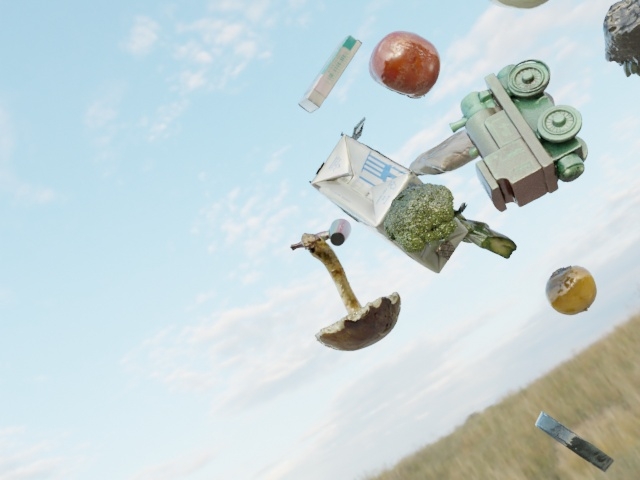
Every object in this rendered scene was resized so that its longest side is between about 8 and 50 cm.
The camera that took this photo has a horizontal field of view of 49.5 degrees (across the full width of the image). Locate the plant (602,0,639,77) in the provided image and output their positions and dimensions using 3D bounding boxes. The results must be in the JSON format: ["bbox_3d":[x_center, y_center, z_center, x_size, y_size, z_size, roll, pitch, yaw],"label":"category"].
[{"bbox_3d":[0.769,-0.493,1.698,0.194,0.132,0.129,42,-104,-44],"label":"plant"}]

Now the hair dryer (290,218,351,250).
[{"bbox_3d":[-0.001,-0.001,1.723,0.154,0.054,0.106,-19,13,17],"label":"hair dryer"}]

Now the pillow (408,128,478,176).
[{"bbox_3d":[0.324,-0.213,1.638,0.270,0.067,0.173,-30,13,-28],"label":"pillow"}]

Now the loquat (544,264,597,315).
[{"bbox_3d":[0.689,0.135,1.904,0.141,0.141,0.141,-25,-22,-11],"label":"loquat"}]

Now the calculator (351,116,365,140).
[{"bbox_3d":[0.122,-0.356,2.289,0.057,0.018,0.172,-50,-6,-10],"label":"calculator"}]

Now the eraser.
[{"bbox_3d":[0.026,-0.461,1.928,0.225,0.052,0.095,-58,15,-10],"label":"eraser"}]

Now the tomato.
[{"bbox_3d":[0.265,-0.553,2.167,0.232,0.232,0.188,4,-66,-55],"label":"tomato"}]

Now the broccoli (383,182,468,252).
[{"bbox_3d":[0.173,-0.037,1.175,0.131,0.130,0.120,-50,-47,-10],"label":"broccoli"}]

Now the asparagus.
[{"bbox_3d":[0.354,-0.034,1.758,0.080,0.287,0.080,-40,-36,-38],"label":"asparagus"}]

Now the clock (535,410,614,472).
[{"bbox_3d":[0.706,0.563,1.938,0.049,0.226,0.226,-56,-22,-3],"label":"clock"}]

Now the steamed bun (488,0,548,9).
[{"bbox_3d":[0.515,-0.777,1.843,0.233,0.312,0.334,3,11,-7],"label":"steamed bun"}]

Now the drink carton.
[{"bbox_3d":[0.147,-0.067,1.428,0.132,0.194,0.324,-55,-36,2],"label":"drink carton"}]

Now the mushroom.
[{"bbox_3d":[0.090,0.126,1.714,0.208,0.302,0.233,0,4,30],"label":"mushroom"}]

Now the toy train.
[{"bbox_3d":[0.398,-0.220,1.412,0.221,0.304,0.150,-28,-34,11],"label":"toy train"}]
